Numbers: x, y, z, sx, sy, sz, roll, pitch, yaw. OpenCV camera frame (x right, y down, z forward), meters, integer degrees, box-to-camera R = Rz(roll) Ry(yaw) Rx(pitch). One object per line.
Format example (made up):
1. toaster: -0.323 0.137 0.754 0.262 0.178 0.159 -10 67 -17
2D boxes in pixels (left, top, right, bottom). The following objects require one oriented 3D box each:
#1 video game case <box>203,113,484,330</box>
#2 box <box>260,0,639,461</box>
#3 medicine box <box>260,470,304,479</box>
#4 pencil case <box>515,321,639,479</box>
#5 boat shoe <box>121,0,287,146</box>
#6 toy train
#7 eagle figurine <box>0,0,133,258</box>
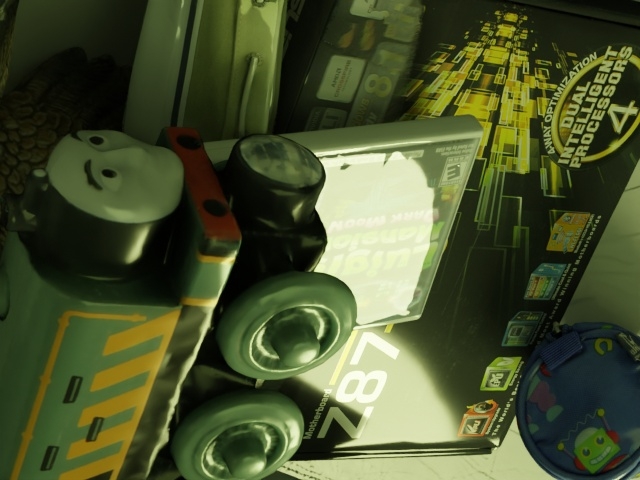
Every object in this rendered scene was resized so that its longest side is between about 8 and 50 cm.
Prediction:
1. video game case: 0.000 0.000 0.887 0.190 0.022 0.173 -9 136 -25
2. box: 0.064 -0.017 1.012 0.318 0.097 0.394 6 119 -33
3. medicine box: -0.069 0.289 0.974 0.289 0.263 0.149 21 115 1
4. pencil case: 0.253 0.133 1.145 0.119 0.133 0.306 -26 164 19
5. boat shoe: -0.042 -0.183 0.809 0.094 0.109 0.302 14 117 -2
6. toy train: -0.112 0.078 0.780 0.190 0.142 0.334 3 130 -28
7. eagle figurine: -0.238 -0.031 0.781 0.298 0.226 0.225 -25 111 -5
